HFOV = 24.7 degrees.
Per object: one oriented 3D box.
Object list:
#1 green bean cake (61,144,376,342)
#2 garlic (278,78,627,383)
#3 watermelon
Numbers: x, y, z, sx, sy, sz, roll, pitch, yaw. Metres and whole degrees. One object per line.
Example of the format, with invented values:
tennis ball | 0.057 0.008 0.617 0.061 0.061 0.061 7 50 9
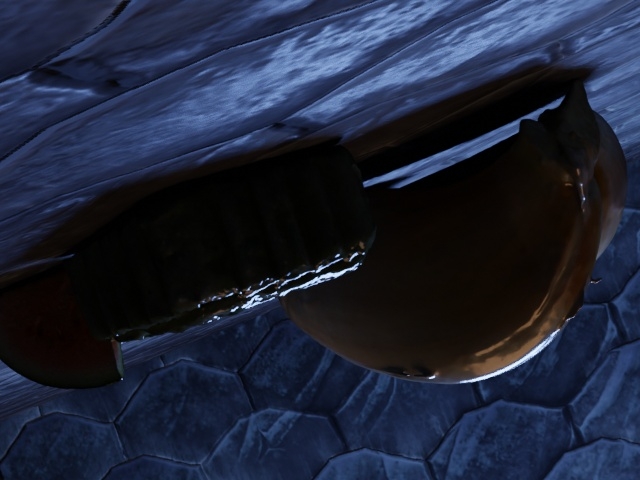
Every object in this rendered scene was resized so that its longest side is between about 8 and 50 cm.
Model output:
green bean cake | -0.074 0.008 1.074 0.183 0.094 0.185 -20 180 -37
garlic | 0.129 -0.008 1.300 0.313 0.286 0.249 -30 128 28
watermelon | -0.189 0.059 1.146 0.125 0.135 0.094 -13 135 -45
